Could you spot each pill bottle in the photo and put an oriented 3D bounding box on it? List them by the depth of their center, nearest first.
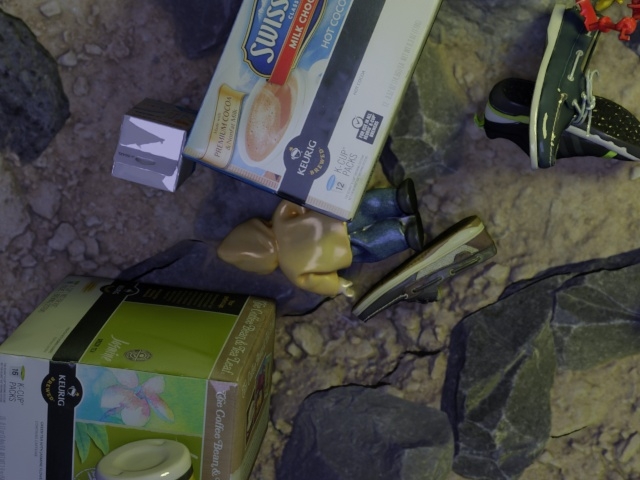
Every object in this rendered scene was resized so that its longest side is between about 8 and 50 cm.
[{"bbox_3d":[-0.202,0.361,1.777,0.119,0.119,0.208,-6,107,9],"label":"pill bottle"}]

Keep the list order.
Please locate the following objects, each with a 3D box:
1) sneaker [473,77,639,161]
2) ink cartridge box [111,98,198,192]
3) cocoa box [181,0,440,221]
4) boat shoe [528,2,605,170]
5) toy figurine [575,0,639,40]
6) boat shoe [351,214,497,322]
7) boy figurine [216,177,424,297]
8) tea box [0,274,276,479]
[{"bbox_3d":[0.325,-0.147,1.945,0.235,0.084,0.097,20,133,1],"label":"sneaker"},{"bbox_3d":[-0.221,-0.130,1.969,0.092,0.143,0.089,14,107,3],"label":"ink cartridge box"},{"bbox_3d":[-0.001,-0.221,1.836,0.228,0.231,0.347,22,92,2],"label":"cocoa box"},{"bbox_3d":[0.316,-0.196,1.852,0.079,0.254,0.095,10,145,9],"label":"boat shoe"},{"bbox_3d":[0.454,-0.424,1.758,0.363,0.191,0.217,-26,108,7],"label":"toy figurine"},{"bbox_3d":[0.146,0.054,2.009,0.223,0.080,0.073,-37,93,10],"label":"boat shoe"},{"bbox_3d":[0.000,0.000,2.006,0.285,0.092,0.177,-14,104,11],"label":"boy figurine"},{"bbox_3d":[-0.243,0.210,1.969,0.324,0.329,0.220,6,107,6],"label":"tea box"}]
